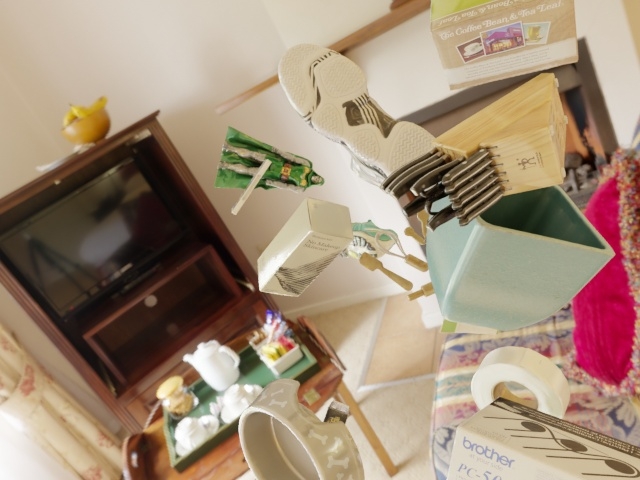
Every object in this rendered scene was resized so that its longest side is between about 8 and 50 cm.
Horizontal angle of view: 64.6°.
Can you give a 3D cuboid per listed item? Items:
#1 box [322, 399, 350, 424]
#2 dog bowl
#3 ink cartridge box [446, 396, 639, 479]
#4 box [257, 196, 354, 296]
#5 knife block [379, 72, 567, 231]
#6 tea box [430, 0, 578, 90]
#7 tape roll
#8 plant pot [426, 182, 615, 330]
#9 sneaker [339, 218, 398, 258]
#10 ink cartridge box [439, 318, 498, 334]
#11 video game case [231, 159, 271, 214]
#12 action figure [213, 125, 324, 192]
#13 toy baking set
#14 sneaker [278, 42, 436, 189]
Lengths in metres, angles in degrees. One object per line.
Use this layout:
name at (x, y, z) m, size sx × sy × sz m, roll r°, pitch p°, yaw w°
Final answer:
box at (0.011, 0.640, 1.518) m, size 0.293 × 0.073 × 0.295 m, roll 67°, pitch -138°, yaw -75°
dog bowl at (-0.062, 0.510, 1.210) m, size 0.349 × 0.348 × 0.102 m, roll -8°, pitch 11°, yaw 46°
ink cartridge box at (0.199, 0.168, 0.327) m, size 0.207 × 0.046 × 0.097 m, roll 13°, pitch 6°, yaw 35°
box at (-0.042, 0.023, 1.161) m, size 0.275 × 0.113 × 0.094 m, roll -49°, pitch 39°, yaw 46°
knife block at (0.227, -0.128, 0.754) m, size 0.242 × 0.088 × 0.275 m, roll -9°, pitch 33°, yaw 33°
tea box at (0.480, -0.617, 1.337) m, size 0.329 × 0.220 × 0.323 m, roll -6°, pitch 57°, yaw 27°
tape roll at (0.637, 0.482, 1.621) m, size 0.286 × 0.286 × 0.100 m, roll -11°, pitch 17°, yaw 43°
plant pot at (0.330, 0.029, 0.966) m, size 0.247 × 0.252 × 0.247 m, roll 12°, pitch 33°, yaw -9°
sneaker at (0.104, -0.009, 1.410) m, size 0.110 × 0.107 × 0.275 m, roll -30°, pitch 28°, yaw -26°
ink cartridge box at (0.497, 0.220, 1.659) m, size 0.235 × 0.171 × 0.056 m, roll 6°, pitch 15°, yaw -20°
video game case at (-0.137, -0.106, 0.996) m, size 0.122 × 0.011 × 0.087 m, roll -55°, pitch 13°, yaw 1°
action figure at (-0.102, -0.157, 1.102) m, size 0.232 × 0.137 × 0.063 m, roll 13°, pitch 2°, yaw -10°
toy baking set at (0.230, 0.040, 1.199) m, size 0.256 × 0.196 × 0.030 m, roll -28°, pitch -1°, yaw -2°
sneaker at (0.068, -0.220, 0.999) m, size 0.137 × 0.366 × 0.210 m, roll -51°, pitch 2°, yaw -2°
